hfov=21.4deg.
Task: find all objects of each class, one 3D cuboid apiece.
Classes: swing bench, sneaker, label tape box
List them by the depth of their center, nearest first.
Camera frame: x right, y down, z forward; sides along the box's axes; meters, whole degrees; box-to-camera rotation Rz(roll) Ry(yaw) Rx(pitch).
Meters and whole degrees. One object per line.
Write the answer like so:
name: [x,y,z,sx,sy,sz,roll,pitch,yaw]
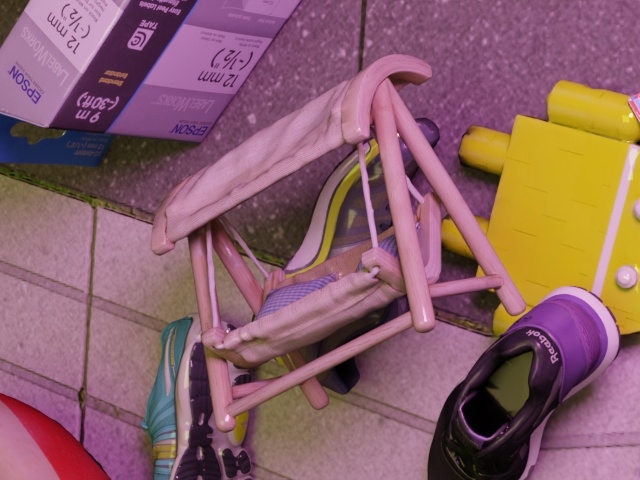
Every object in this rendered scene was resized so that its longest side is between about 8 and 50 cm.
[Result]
swing bench: [0.000,0.000,1.491,0.253,0.165,0.255,-30,76,34]
sneaker: [0.146,0.157,1.511,0.107,0.124,0.283,44,132,19]
sneaker: [0.047,0.016,1.635,0.121,0.111,0.300,36,115,18]
label tape box: [-0.188,-0.181,1.689,0.115,0.249,0.348,45,112,25]
sneaker: [-0.134,0.212,1.761,0.110,0.107,0.275,6,88,52]

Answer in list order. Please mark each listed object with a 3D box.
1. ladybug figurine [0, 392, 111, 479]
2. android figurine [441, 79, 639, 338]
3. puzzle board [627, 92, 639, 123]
ladybug figurine: [-0.316,0.307,1.784,0.449,0.162,0.305,38,130,42]
android figurine: [0.237,-0.014,1.530,0.273,0.056,0.248,21,101,33]
puzzle board: [0.338,-0.089,1.459,0.096,0.011,0.128,-25,73,-3]
